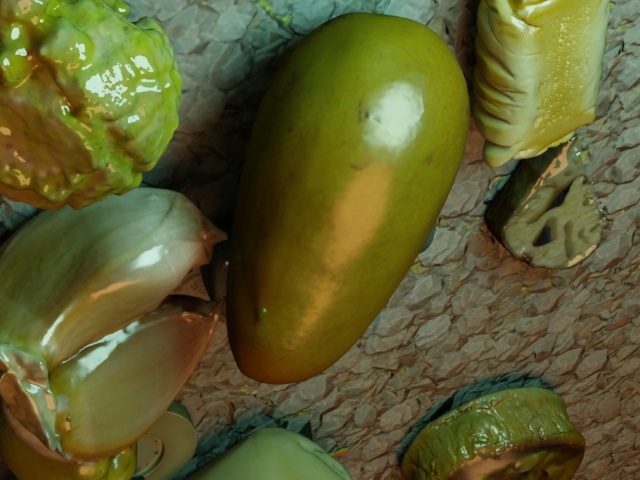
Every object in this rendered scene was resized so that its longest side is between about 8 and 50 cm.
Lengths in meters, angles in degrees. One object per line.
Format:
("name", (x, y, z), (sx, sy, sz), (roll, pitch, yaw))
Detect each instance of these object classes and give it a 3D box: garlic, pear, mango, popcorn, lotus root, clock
("garlic", (-0.256, 0.095, 1.390), (0.313, 0.286, 0.249), (-44, -170, -35))
("pear", (-0.327, 0.244, 1.570), (0.200, 0.200, 0.200), (-18, 139, -16))
("mango", (0.019, -0.042, 1.382), (0.300, 0.232, 0.445), (-32, 142, -77))
("popcorn", (-0.252, -0.156, 1.174), (0.259, 0.212, 0.259), (5, 125, 8))
("lotus root", (0.327, -0.046, 1.766), (0.170, 0.074, 0.260), (-32, 140, 6))
("clock", (-0.297, 0.315, 1.788), (0.235, 0.029, 0.235), (-16, 139, -15))

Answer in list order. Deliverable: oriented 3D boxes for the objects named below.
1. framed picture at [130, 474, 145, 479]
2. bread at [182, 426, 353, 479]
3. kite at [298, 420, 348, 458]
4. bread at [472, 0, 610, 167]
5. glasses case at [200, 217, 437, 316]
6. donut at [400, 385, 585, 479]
("framed picture", (-0.399, 0.493, 1.738), (0.338, 0.014, 0.255), (-59, 159, 12))
("bread", (-0.098, 0.486, 1.907), (0.376, 0.253, 0.348), (-33, 132, 3))
("kite", (-0.034, 0.380, 2.033), (0.183, 0.014, 0.241), (-19, 138, -16))
("bread", (0.267, -0.239, 1.481), (0.173, 0.121, 0.311), (-22, 140, -16))
("glasses case", (0.000, 0.000, 1.602), (0.323, 0.074, 0.131), (-18, 141, -16))
("donut", (0.313, 0.401, 2.162), (0.330, 0.160, 0.330), (-15, 145, -11))
